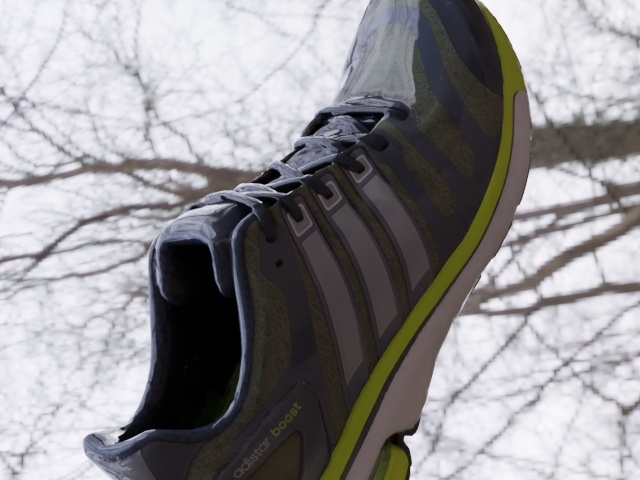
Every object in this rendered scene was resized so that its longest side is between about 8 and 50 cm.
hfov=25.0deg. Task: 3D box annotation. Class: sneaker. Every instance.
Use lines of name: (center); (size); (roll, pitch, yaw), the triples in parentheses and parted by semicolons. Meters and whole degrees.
sneaker: (0.000, 0.000, 0.618); (0.121, 0.111, 0.300); (37, -119, -35)
